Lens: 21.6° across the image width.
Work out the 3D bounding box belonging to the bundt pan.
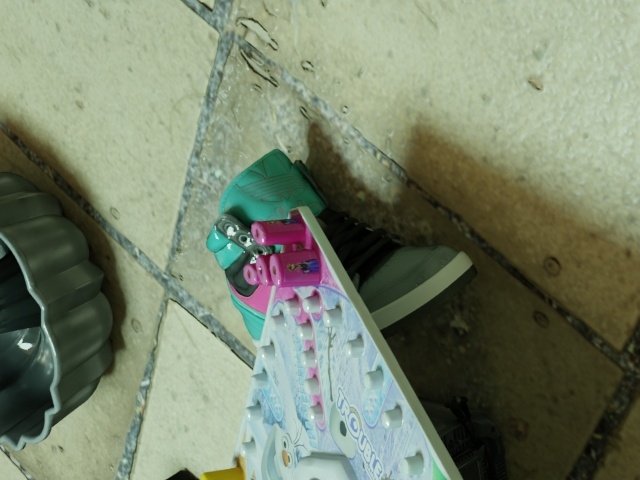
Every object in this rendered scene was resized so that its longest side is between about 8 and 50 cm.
[{"bbox_3d":[-0.353,0.064,1.901,0.331,0.124,0.330,25,127,38],"label":"bundt pan"}]

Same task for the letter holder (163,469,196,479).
[{"bbox_3d":[-0.112,0.439,1.823,0.302,0.152,0.214,35,135,31],"label":"letter holder"}]

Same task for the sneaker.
[{"bbox_3d":[0.000,0.000,1.489,0.295,0.124,0.178,-18,106,52],"label":"sneaker"}]

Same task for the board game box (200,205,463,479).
[{"bbox_3d":[-0.002,0.238,1.371,0.390,0.050,0.390,-119,32,-43],"label":"board game box"}]

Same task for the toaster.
[{"bbox_3d":[0.083,0.229,1.510,0.146,0.129,0.227,13,123,46],"label":"toaster"}]
